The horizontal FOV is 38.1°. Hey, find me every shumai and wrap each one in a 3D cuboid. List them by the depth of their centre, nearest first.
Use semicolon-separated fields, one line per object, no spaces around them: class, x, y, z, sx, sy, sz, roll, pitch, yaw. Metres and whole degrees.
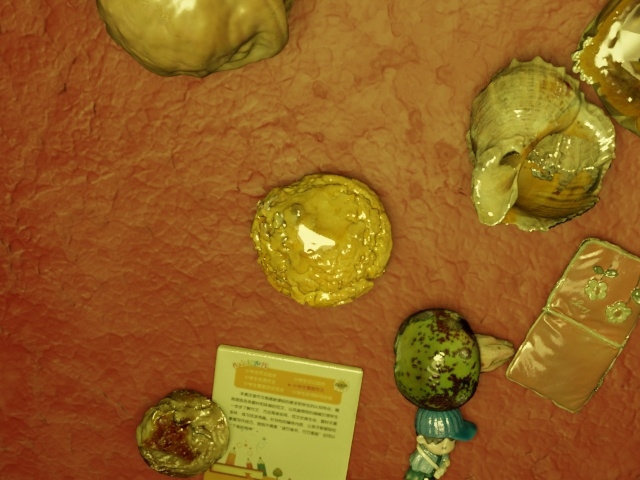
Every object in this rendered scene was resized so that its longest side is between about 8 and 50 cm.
shumai;-0.207;0.282;1.302;0.139;0.105;0.123;-30;87;44

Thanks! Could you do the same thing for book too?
book;-0.062;0.303;1.333;0.208;0.020;0.295;10;106;4

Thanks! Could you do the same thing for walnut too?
walnut;-0.131;-0.304;1.041;0.273;0.273;0.227;-19;92;11

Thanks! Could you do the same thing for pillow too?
pillow;0.346;0.112;1.221;0.126;0.043;0.232;24;107;-4

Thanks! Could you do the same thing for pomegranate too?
pomegranate;0.167;0.156;1.228;0.126;0.163;0.138;-5;90;47

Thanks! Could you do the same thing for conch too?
conch;0.254;-0.102;1.102;0.178;0.245;0.163;16;147;19

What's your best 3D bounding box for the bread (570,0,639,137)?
bread;0.415;-0.225;1.083;0.192;0.110;0.210;42;105;-5

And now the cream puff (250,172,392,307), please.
cream puff;0.000;0.000;1.186;0.189;0.129;0.189;1;104;3

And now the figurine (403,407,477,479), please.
figurine;0.154;0.279;1.285;0.079;0.077;0.136;47;126;28
